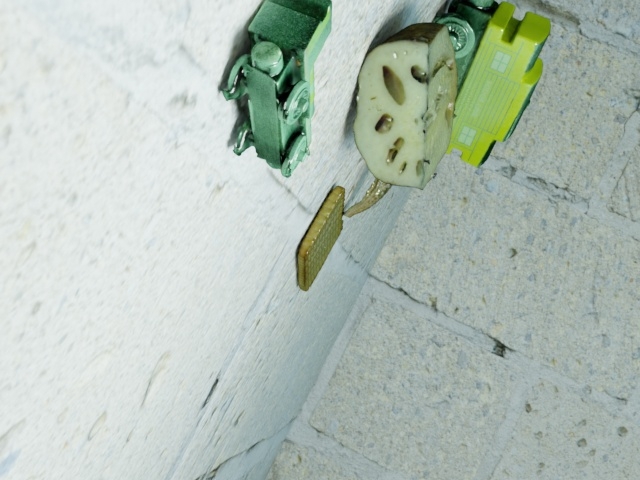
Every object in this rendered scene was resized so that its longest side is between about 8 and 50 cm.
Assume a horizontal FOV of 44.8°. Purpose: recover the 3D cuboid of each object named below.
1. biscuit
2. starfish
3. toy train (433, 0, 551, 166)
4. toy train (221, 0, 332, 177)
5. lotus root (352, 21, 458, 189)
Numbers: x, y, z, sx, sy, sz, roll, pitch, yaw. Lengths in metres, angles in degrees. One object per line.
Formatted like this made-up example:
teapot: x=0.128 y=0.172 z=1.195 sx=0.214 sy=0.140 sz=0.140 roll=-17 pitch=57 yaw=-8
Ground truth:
biscuit: x=0.000 y=0.000 z=1.608 sx=0.172 sy=0.029 sz=0.254 roll=-61 pitch=170 yaw=-19
starfish: x=0.185 y=-0.193 z=1.754 sx=0.324 sy=0.082 sz=0.432 roll=-43 pitch=160 yaw=-26
toy train: x=0.366 y=-0.377 z=1.830 sx=0.442 sy=0.272 sz=0.179 roll=107 pitch=10 yaw=-46
toy train: x=-0.037 y=-0.157 z=0.817 sx=0.200 sy=0.083 sz=0.132 roll=96 pitch=19 yaw=-68
lotus root: x=0.158 y=-0.272 z=1.394 sx=0.260 sy=0.149 sz=0.267 roll=-58 pitch=152 yaw=-52
